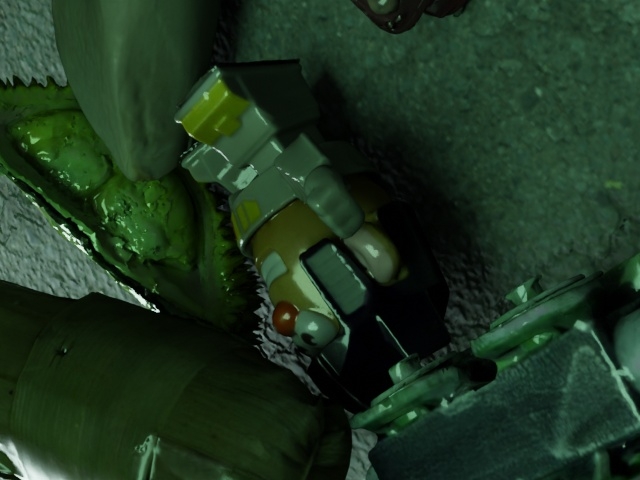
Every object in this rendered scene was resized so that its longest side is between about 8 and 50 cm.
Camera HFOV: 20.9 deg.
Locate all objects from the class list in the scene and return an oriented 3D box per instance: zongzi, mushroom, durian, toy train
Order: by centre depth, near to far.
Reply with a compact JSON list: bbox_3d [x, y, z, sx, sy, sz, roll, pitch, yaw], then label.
[{"bbox_3d":[0.181,0.115,1.233,0.307,0.249,0.173,-37,79,43],"label":"toy train"},{"bbox_3d":[-0.142,-0.255,1.406,0.154,0.137,0.407,-117,31,-50],"label":"mushroom"},{"bbox_3d":[-0.056,0.198,1.419,0.447,0.181,0.418,16,163,35],"label":"zongzi"},{"bbox_3d":[-0.188,-0.014,1.529,0.352,0.169,0.158,43,121,-3],"label":"durian"}]

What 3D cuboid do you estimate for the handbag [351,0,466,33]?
[{"bbox_3d":[0.041,-0.285,1.284,0.216,0.074,0.203,42,131,17],"label":"handbag"}]

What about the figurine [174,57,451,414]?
[{"bbox_3d":[0.002,-0.002,1.380,0.143,0.308,0.308,-38,83,5],"label":"figurine"}]
